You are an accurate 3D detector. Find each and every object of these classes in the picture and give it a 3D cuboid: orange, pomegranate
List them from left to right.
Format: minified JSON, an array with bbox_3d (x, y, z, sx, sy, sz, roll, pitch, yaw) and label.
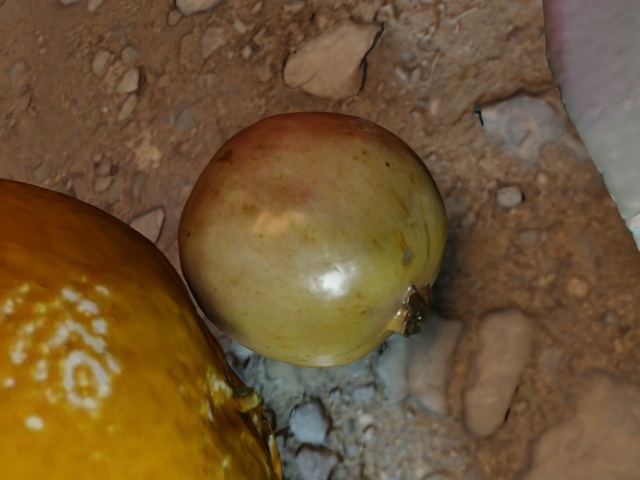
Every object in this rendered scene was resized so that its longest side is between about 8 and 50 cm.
[{"bbox_3d":[-0.188,0.155,0.631,0.326,0.424,0.424,-17,58,0],"label":"orange"},{"bbox_3d":[-0.003,-0.002,0.742,0.191,0.191,0.191,-13,62,25],"label":"pomegranate"}]

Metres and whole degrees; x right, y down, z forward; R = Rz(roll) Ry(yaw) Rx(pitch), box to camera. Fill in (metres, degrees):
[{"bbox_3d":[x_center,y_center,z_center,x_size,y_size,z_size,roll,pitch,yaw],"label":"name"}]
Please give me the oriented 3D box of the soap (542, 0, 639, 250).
[{"bbox_3d":[0.282,-0.184,0.677,0.261,0.156,0.446,-10,64,26],"label":"soap"}]
